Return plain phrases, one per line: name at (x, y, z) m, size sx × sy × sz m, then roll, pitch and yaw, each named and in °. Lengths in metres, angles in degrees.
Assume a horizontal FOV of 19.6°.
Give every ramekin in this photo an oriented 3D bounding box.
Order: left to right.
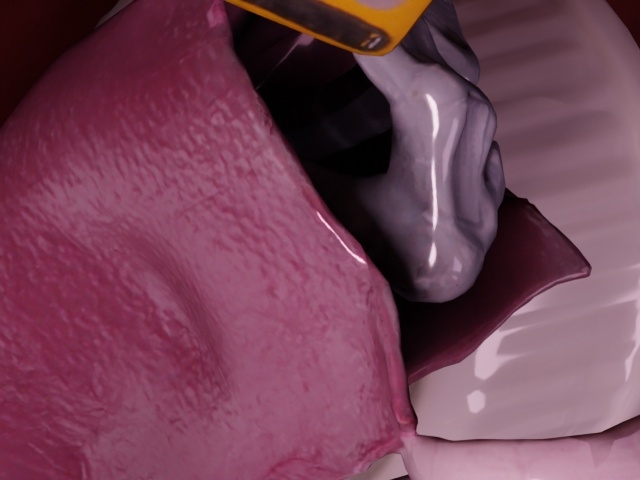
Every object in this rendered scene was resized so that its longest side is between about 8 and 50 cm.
ramekin at (0.000, 0.000, 0.744) m, size 0.127 × 0.273 × 0.273 m, roll -15°, pitch 136°, yaw -47°

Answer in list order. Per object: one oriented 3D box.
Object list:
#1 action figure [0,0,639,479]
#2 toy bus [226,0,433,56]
action figure at (-0.093, 0.065, 0.553) m, size 0.370 × 0.276 × 0.248 m, roll -40°, pitch 160°, yaw 12°
toy bus at (0.019, -0.206, 0.443) m, size 0.130 × 0.108 × 0.333 m, roll -50°, pitch -159°, yaw 50°
